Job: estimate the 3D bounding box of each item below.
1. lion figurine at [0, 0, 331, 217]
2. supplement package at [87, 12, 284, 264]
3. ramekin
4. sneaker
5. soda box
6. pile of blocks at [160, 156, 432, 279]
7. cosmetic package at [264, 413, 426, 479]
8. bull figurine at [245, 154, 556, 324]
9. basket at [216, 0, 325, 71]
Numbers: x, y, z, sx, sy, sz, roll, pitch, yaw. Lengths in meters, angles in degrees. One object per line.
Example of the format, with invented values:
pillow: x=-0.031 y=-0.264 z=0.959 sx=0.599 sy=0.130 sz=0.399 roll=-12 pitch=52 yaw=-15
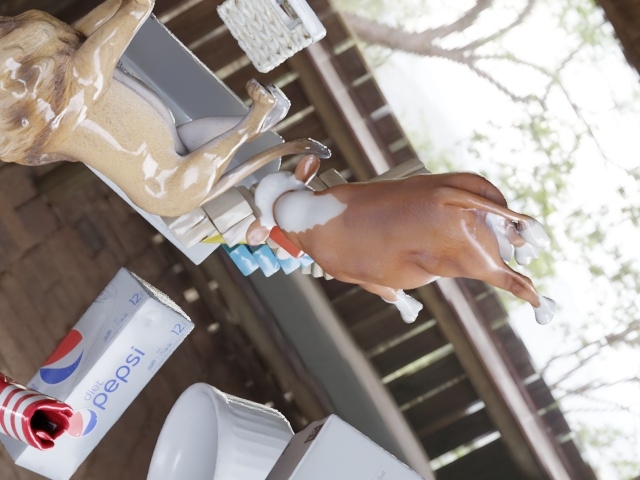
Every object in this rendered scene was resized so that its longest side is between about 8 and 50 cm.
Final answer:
lion figurine: x=-0.190 y=-0.111 z=1.133 sx=0.392 sy=0.240 sz=0.142 roll=37 pitch=10 yaw=-32
supplement package: x=-0.191 y=-0.138 z=1.517 sx=0.262 sy=0.145 sz=0.204 roll=43 pitch=19 yaw=-16
ramekin: x=-0.141 y=0.350 z=1.666 sx=0.135 sy=0.277 sz=0.277 roll=17 pitch=30 yaw=-24
sneaker: x=-0.336 y=0.189 z=1.258 sx=0.128 sy=0.087 sz=0.221 roll=30 pitch=-12 yaw=-5
soda box: x=-0.309 y=0.183 z=1.597 sx=0.098 sy=0.286 sz=0.091 roll=39 pitch=1 yaw=-45
pile of blocks: x=0.000 y=0.000 z=1.338 sx=0.113 sy=0.362 sz=0.149 roll=49 pitch=-44 yaw=50
cosmetic package: x=0.026 y=0.292 z=1.166 sx=0.183 sy=0.151 sz=0.151 roll=35 pitch=-23 yaw=-3
bull figurine: x=0.070 y=-0.001 z=1.056 sx=0.188 sy=0.101 sz=0.310 roll=31 pitch=-15 yaw=-31
basket: x=-0.066 y=-0.289 z=1.559 sx=0.113 sy=0.103 sz=0.167 roll=54 pitch=4 yaw=-7
